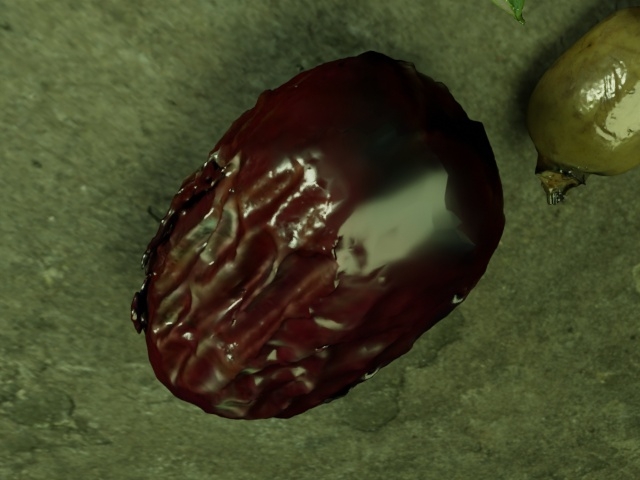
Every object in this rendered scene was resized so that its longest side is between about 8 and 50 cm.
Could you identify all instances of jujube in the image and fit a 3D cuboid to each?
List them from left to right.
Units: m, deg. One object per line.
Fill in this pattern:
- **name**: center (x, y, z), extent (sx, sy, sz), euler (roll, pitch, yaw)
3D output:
- **jujube**: center (0.000, 0.000, 1.221), extent (0.258, 0.258, 0.377), euler (8, 145, -40)

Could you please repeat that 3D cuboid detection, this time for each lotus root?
- **lotus root**: center (0.265, -0.122, 1.337), extent (0.221, 0.125, 0.118), euler (-53, 165, 25)

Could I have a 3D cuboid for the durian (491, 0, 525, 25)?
- **durian**: center (0.120, -0.264, 1.072), extent (0.086, 0.100, 0.215), euler (-26, 134, 0)
